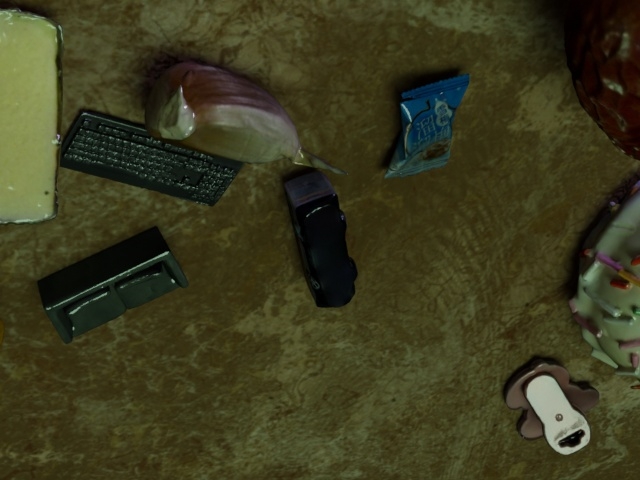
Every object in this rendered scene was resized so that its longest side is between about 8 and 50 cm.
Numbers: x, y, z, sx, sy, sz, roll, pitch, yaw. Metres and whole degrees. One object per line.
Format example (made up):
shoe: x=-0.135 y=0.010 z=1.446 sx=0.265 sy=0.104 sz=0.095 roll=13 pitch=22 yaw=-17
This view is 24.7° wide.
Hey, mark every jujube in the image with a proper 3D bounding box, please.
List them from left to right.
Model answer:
jujube: x=0.344 y=-0.188 z=1.480 sx=0.197 sy=0.197 sz=0.290 roll=-27 pitch=153 yaw=-2

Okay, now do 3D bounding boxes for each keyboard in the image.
keyboard: x=-0.173 y=-0.079 z=1.495 sx=0.197 sy=0.015 sz=0.074 roll=15 pitch=121 yaw=-35

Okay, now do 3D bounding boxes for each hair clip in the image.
hair clip: x=0.308 y=0.215 z=1.986 sx=0.123 sy=0.102 sz=0.138 roll=-36 pitch=103 yaw=5

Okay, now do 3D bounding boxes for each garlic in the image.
garlic: x=-0.081 y=-0.109 z=1.432 sx=0.198 sy=0.128 sz=0.090 roll=21 pitch=101 yaw=-35

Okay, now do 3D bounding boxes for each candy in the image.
candy: x=0.113 y=-0.120 z=1.589 sx=0.088 sy=0.038 sz=0.136 roll=-21 pitch=144 yaw=-27

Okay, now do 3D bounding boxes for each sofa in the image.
sofa: x=-0.217 y=0.058 z=1.562 sx=0.147 sy=0.060 sz=0.085 roll=-25 pitch=136 yaw=-5

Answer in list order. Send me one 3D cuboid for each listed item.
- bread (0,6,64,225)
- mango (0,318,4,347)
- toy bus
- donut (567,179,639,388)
bread: x=-0.343 y=-0.117 z=1.290 sx=0.240 sy=0.135 sz=0.178 roll=0 pitch=129 yaw=-24
mango: x=-0.445 y=0.131 z=1.465 sx=0.257 sy=0.138 sz=0.187 roll=-9 pitch=114 yaw=-24
toy bus: x=0.000 y=0.000 z=1.611 sx=0.057 sy=0.072 sz=0.172 roll=-20 pitch=136 yaw=-7
donut: x=0.504 y=0.042 z=1.851 sx=0.383 sy=0.142 sz=0.382 roll=-13 pitch=132 yaw=-15
